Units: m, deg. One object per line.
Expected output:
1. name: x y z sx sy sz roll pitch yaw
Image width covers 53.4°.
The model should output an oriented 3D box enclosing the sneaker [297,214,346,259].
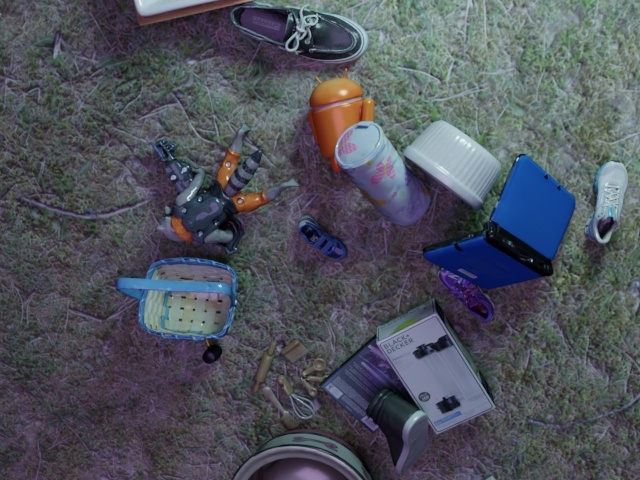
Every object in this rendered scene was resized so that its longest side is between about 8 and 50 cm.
1. sneaker: 0.000 0.000 1.550 0.144 0.059 0.053 38 106 -2

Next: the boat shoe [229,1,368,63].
1. boat shoe: -0.048 -0.465 1.403 0.307 0.105 0.113 21 108 5

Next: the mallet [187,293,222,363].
1. mallet: -0.308 0.231 1.691 0.039 0.062 0.189 -18 87 14

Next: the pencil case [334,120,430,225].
1. pencil case: 0.141 -0.141 1.386 0.114 0.273 0.124 30 83 43

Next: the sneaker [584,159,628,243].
1. sneaker: 0.636 -0.079 1.395 0.072 0.083 0.190 7 105 11

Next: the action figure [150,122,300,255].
1. action figure: -0.270 -0.131 1.508 0.330 0.178 0.341 -41 97 9

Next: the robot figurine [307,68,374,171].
1. robot figurine: 0.049 -0.268 1.429 0.128 0.158 0.219 -16 103 -7

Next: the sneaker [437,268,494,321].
1. sneaker: 0.352 0.124 1.512 0.170 0.071 0.068 42 109 -2

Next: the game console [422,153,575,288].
1. game console: 0.396 -0.027 1.392 0.250 0.293 0.173 -19 60 38

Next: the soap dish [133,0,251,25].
1. soap dish: -0.280 -0.613 1.395 0.291 0.118 0.228 -8 101 13

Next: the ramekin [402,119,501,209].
1. ramekin: 0.290 -0.169 1.376 0.207 0.207 0.109 36 99 -1

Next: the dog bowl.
1. dog bowl: -0.035 0.688 1.705 0.409 0.150 0.407 3 105 10

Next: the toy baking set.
1. toy baking set: -0.083 0.383 1.689 0.197 0.030 0.256 27 109 2

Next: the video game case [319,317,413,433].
1. video game case: 0.161 0.351 1.630 0.196 0.026 0.274 43 107 -8

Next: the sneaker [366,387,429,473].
1. sneaker: 0.190 0.476 1.613 0.147 0.105 0.295 38 150 34

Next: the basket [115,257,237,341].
1. basket: -0.324 0.137 1.519 0.255 0.289 0.200 5 78 2

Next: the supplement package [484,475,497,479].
1. supplement package: 0.393 0.752 1.646 0.244 0.139 0.134 -41 94 19

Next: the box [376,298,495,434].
1. box: 0.276 0.306 1.540 0.169 0.087 0.289 -29 102 15
